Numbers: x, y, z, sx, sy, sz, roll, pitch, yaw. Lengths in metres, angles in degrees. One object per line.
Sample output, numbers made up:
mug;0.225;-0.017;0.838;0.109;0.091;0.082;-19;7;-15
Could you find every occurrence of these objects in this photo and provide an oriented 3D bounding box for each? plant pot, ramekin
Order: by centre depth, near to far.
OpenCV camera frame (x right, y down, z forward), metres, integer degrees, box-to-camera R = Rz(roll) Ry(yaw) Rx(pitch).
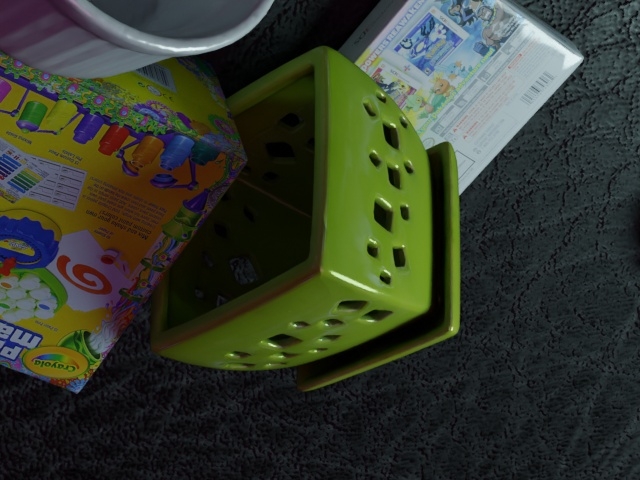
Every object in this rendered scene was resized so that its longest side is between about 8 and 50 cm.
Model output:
ramekin;-0.167;-0.254;1.194;0.277;0.277;0.135;34;146;-32
plant pot;0.000;0.000;1.415;0.207;0.228;0.227;27;143;-36

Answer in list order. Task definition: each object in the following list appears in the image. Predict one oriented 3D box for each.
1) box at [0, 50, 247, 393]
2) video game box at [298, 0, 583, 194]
box;-0.269;-0.063;1.356;0.290;0.177;0.279;25;114;-30
video game box;0.109;-0.148;1.484;0.187;0.048;0.205;29;112;-33
